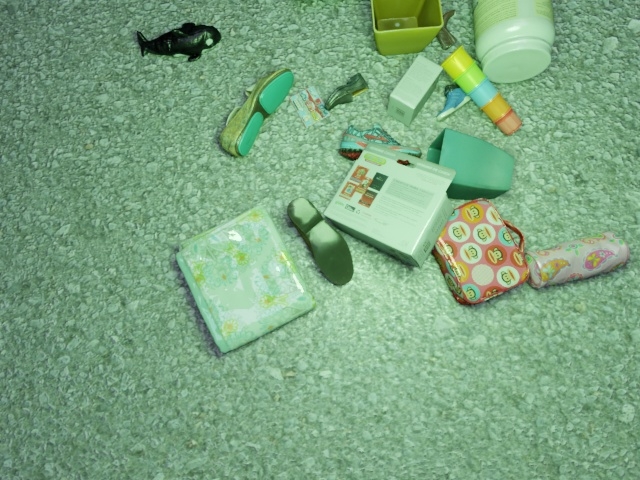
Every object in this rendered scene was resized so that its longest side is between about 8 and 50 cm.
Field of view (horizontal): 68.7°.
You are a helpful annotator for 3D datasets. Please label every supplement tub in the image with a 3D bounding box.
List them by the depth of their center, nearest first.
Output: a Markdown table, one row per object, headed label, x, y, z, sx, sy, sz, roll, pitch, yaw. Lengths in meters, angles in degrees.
| label | x | y | z | sx | sy | sz | roll | pitch | yaw |
| --- | --- | --- | --- | --- | --- | --- | --- | --- | --- |
| supplement tub | 0.609 | -0.697 | 1.487 | 0.236 | 0.235 | 0.324 | 0 | 79 | 3 |

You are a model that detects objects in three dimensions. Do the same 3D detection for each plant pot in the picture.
| label | x | y | z | sx | sy | sz | roll | pitch | yaw |
| --- | --- | --- | --- | --- | --- | --- | --- | --- | --- |
| plant pot | 0.456 | -0.214 | 1.442 | 0.235 | 0.165 | 0.165 | 13 | 79 | -3 |
| plant pot | 0.266 | -0.726 | 1.534 | 0.213 | 0.187 | 0.212 | -4 | 79 | 2 |

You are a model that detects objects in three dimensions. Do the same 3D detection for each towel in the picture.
| label | x | y | z | sx | sy | sz | roll | pitch | yaw |
| --- | --- | --- | --- | --- | --- | --- | --- | --- | --- |
| towel | -0.235 | 0.111 | 1.440 | 0.321 | 0.090 | 0.374 | -27 | 79 | -2 |

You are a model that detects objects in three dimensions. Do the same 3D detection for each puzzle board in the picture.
| label | x | y | z | sx | sy | sz | roll | pitch | yaw |
| --- | --- | --- | --- | --- | --- | --- | --- | --- | --- |
| puzzle board | -0.037 | -0.454 | 1.583 | 0.097 | 0.011 | 0.128 | -28 | 78 | -3 |

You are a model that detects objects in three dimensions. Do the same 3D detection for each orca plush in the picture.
| label | x | y | z | sx | sy | sz | roll | pitch | yaw |
| --- | --- | --- | --- | --- | --- | --- | --- | --- | --- |
| orca plush | -0.495 | -0.709 | 1.608 | 0.288 | 0.102 | 0.151 | 7 | 79 | 4 |

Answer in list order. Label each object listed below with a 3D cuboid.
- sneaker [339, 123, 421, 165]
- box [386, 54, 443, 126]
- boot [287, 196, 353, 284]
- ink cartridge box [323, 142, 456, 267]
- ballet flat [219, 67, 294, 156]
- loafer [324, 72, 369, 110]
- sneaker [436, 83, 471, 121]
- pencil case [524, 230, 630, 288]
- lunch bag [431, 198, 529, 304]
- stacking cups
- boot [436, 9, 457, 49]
| label | x | y | z | sx | sy | sz | roll | pitch | yaw |
| --- | --- | --- | --- | --- | --- | --- | --- | --- | --- |
| sneaker | 0.197 | -0.317 | 1.499 | 0.262 | 0.104 | 0.125 | 9 | 77 | 4 |
| box | 0.301 | -0.481 | 1.512 | 0.091 | 0.130 | 0.170 | 34 | 81 | 9 |
| boot | 0.000 | 0.000 | 1.453 | 0.112 | 0.115 | 0.305 | -34 | 98 | -9 |
| ink cartridge box | 0.216 | -0.111 | 1.384 | 0.310 | 0.130 | 0.271 | 28 | 83 | 31 |
| ballet flat | -0.220 | -0.438 | 1.542 | 0.123 | 0.123 | 0.348 | 29 | 81 | 8 |
| loafer | 0.087 | -0.485 | 1.559 | 0.170 | 0.062 | 0.061 | -41 | 85 | -4 |
| sneaker | 0.422 | -0.460 | 1.537 | 0.152 | 0.058 | 0.084 | -37 | 85 | -9 |
| pencil case | 0.754 | 0.056 | 1.394 | 0.285 | 0.124 | 0.124 | -15 | 78 | -1 |
| lunch bag | 0.481 | 0.025 | 1.408 | 0.258 | 0.120 | 0.292 | -23 | 78 | -3 |
| stacking cups | 0.521 | -0.473 | 1.485 | 0.316 | 0.096 | 0.096 | 43 | 83 | -7 |
| boot | 0.440 | -0.717 | 1.599 | 0.107 | 0.037 | 0.114 | -33 | 76 | 9 |
